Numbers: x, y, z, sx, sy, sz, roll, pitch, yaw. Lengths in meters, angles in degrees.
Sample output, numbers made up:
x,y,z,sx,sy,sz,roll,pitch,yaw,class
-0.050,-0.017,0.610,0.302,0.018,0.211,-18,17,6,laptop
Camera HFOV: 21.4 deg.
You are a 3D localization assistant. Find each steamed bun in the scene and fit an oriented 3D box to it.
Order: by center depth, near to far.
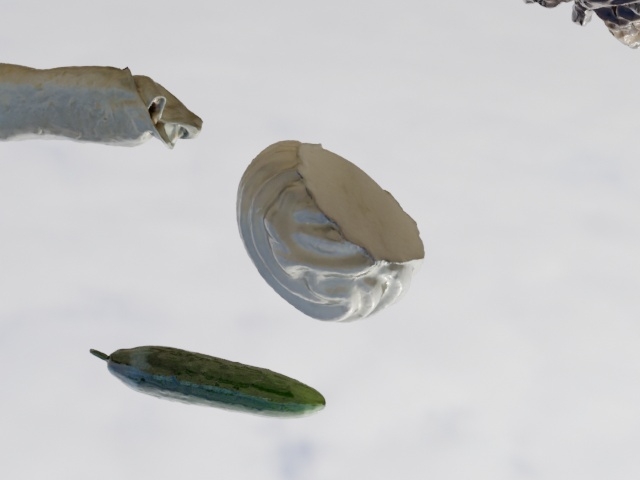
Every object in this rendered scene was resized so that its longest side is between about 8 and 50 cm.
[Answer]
x,y,z,sx,sy,sz,roll,pitch,yaw,class
0.000,0.000,1.476,0.183,0.106,0.183,33,-153,-19,steamed bun

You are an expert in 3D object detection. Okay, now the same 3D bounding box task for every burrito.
x,y,z,sx,sy,sz,roll,pitch,yaw,class
-0.213,-0.100,1.261,0.275,0.059,0.082,4,167,31,burrito

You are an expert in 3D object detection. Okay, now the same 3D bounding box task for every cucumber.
x,y,z,sx,sy,sz,roll,pitch,yaw,class
-0.117,0.139,1.665,0.250,0.056,0.056,9,-165,15,cucumber

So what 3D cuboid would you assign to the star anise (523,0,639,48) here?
x,y,z,sx,sy,sz,roll,pitch,yaw,class
0.214,-0.193,1.161,0.177,0.073,0.234,35,155,-30,star anise
